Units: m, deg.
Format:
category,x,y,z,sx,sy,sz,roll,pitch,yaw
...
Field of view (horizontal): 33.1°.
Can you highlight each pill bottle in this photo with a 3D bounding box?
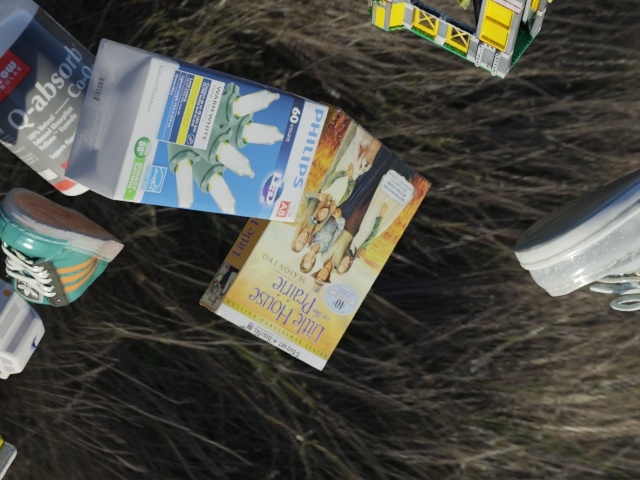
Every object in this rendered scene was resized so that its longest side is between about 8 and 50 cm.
category,x,y,z,sx,sy,sz,roll,pitch,yaw
pill bottle,-0.476,-0.258,1.743,0.363,0.210,0.210,42,70,-25

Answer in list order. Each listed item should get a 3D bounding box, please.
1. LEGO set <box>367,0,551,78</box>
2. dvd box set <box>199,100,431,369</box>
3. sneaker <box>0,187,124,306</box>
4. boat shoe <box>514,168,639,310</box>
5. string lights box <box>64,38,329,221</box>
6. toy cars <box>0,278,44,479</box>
category,x,y,z,sx,sy,sz,roll,pitch,yaw
LEGO set,0.213,-0.379,1.318,0.255,0.192,0.331,39,68,19
dvd box set,0.000,0.000,1.975,0.307,0.062,0.420,35,85,-42
sneaker,-0.319,0.023,1.270,0.108,0.302,0.121,34,87,8
boat shoe,0.269,-0.011,0.750,0.320,0.118,0.103,-15,81,-38
string lights box,-0.113,-0.100,1.055,0.259,0.076,0.133,6,104,-53
toy cars,-0.446,0.218,1.486,0.087,0.176,0.394,25,114,4
